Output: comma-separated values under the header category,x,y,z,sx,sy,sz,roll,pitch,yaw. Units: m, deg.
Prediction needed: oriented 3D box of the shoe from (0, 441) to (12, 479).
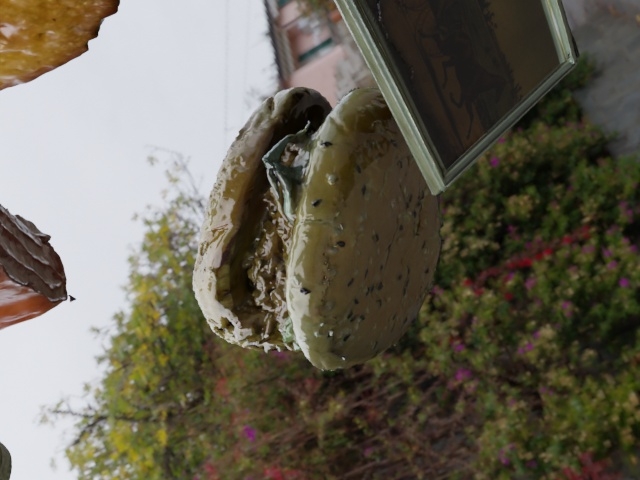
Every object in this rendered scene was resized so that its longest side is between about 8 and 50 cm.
category,x,y,z,sx,sy,sz,roll,pitch,yaw
shoe,-0.363,0.250,0.904,0.227,0.099,0.112,-115,13,-59

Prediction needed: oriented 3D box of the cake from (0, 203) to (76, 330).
category,x,y,z,sx,sy,sz,roll,pitch,yaw
cake,-0.230,0.006,0.618,0.135,0.287,0.098,-16,-101,-25

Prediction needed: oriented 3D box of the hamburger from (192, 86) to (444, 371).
category,x,y,z,sx,sy,sz,roll,pitch,yaw
hamburger,0.000,0.000,1.032,0.277,0.195,0.318,-47,-41,-46

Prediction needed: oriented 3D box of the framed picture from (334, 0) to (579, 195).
category,x,y,z,sx,sy,sz,roll,pitch,yaw
framed picture,0.128,-0.177,0.778,0.014,0.197,0.252,39,168,44

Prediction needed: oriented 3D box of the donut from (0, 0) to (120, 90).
category,x,y,z,sx,sy,sz,roll,pitch,yaw
donut,-0.324,-0.252,0.594,0.435,0.378,0.163,5,-112,-48
